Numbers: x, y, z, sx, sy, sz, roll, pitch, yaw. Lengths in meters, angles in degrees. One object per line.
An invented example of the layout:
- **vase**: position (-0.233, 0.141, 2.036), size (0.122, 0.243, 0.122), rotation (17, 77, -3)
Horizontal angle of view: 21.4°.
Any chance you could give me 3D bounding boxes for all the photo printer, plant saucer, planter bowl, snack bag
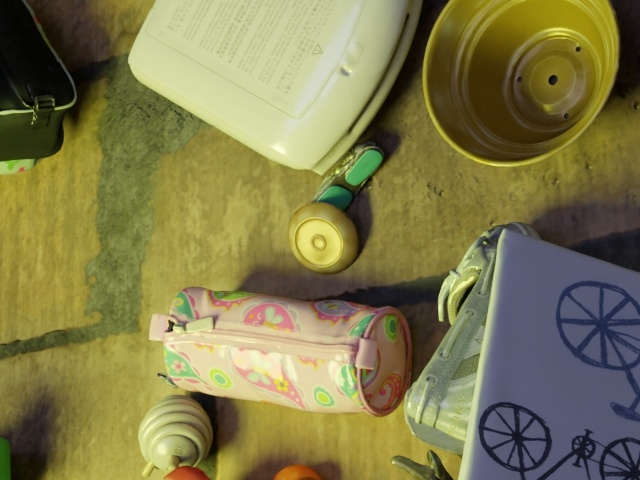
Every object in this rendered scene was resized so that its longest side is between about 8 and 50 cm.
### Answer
- **photo printer**: position (-0.042, -0.230, 1.884), size (0.307, 0.107, 0.256), rotation (31, 94, 34)
- **plant saucer**: position (0.000, 0.000, 1.842), size (0.083, 0.015, 0.083), rotation (7, 111, 20)
- **planter bowl**: position (0.219, -0.172, 1.713), size (0.217, 0.090, 0.217), rotation (-7, 77, 32)
- **snack bag**: position (0.276, 0.181, 1.448), size (0.037, 0.323, 0.343), rotation (122, 164, -59)

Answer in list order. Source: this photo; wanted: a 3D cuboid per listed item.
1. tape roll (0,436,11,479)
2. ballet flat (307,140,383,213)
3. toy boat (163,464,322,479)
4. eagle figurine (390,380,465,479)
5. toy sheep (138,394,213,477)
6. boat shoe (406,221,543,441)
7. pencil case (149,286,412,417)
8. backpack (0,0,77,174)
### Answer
- **tape roll**: position (-0.521, 0.278, 1.963), size (0.321, 0.321, 0.077), rotation (-14, 72, 30)
- **ballet flat**: position (0.025, -0.065, 1.855), size (0.114, 0.041, 0.041), rotation (-47, 59, 16)
- **toy boat**: position (-0.053, 0.300, 1.782), size (0.231, 0.151, 0.151), rotation (33, 69, 34)
- **eagle figurine**: position (0.223, 0.240, 1.573), size (0.298, 0.225, 0.226), rotation (-14, 60, 41)
- **toy sheep**: position (-0.161, 0.220, 1.878), size (0.091, 0.091, 0.132), rotation (-46, 25, 17)
- **boat shoe**: position (0.149, 0.077, 1.599), size (0.103, 0.320, 0.118), rotation (16, 126, 1)
- **pencil case**: position (-0.042, 0.116, 1.807), size (0.284, 0.124, 0.124), rotation (6, 83, 33)
- **backpack**: position (-0.437, -0.201, 2.068), size (0.253, 0.225, 0.191), rotation (63, 144, 25)
